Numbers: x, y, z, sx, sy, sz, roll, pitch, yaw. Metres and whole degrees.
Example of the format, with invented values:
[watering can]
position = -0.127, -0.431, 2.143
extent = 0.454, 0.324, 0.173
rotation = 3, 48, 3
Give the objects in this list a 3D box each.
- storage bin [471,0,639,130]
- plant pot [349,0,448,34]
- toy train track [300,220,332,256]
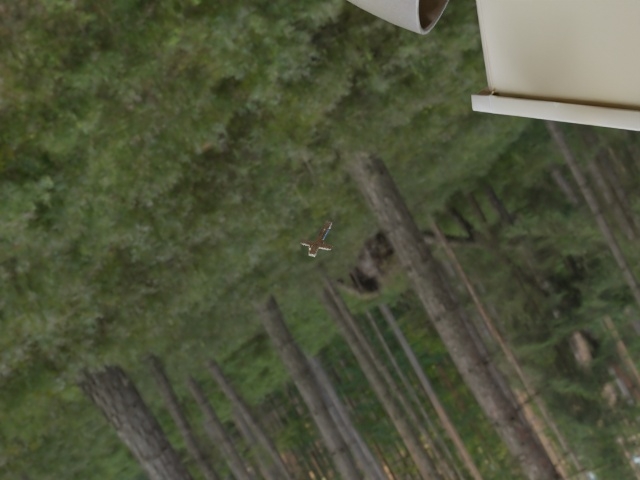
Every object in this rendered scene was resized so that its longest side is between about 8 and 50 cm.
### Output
[storage bin]
position = 0.262, -0.170, 0.527
extent = 0.260, 0.123, 0.262
rotation = -34, -147, -31
[plant pot]
position = 0.020, -0.297, 0.572
extent = 0.284, 0.191, 0.284
rotation = 20, 90, -80
[toy train track]
position = 0.000, 0.000, 1.377
extent = 0.048, 0.014, 0.083
rotation = 12, -139, 14
